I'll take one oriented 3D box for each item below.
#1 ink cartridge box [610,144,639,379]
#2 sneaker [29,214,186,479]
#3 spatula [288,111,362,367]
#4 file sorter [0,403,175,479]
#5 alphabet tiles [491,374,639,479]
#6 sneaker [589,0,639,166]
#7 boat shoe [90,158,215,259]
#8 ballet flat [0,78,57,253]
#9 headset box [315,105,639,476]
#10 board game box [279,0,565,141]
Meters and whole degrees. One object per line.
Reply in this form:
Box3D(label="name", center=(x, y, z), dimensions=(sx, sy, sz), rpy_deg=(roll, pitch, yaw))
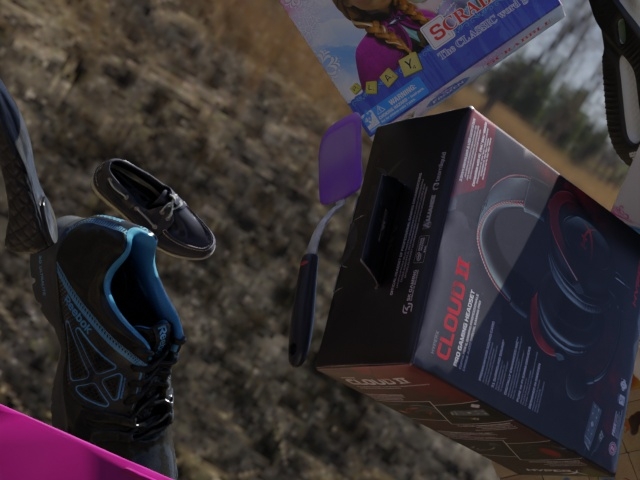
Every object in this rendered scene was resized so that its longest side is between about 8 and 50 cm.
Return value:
Box3D(label="ink cartridge box", center=(0.395, -0.032, 1.281), dimensions=(0.226, 0.306, 0.131), rpy_deg=(-14, 48, -34))
Box3D(label="sneaker", center=(-0.208, 0.140, 1.415), dimensions=(0.139, 0.341, 0.125), rpy_deg=(-4, 14, 41))
Box3D(label="spatula", center=(0.000, 0.000, 1.469), dimensions=(0.030, 0.297, 0.084), rpy_deg=(27, -28, -27))
Box3D(label="file sorter", center=(-0.224, 0.273, 0.816), dimensions=(0.202, 0.291, 0.182), rpy_deg=(19, -36, 19))
Box3D(label="alphabet tiles", center=(0.361, 0.268, 1.540), dimensions=(0.011, 0.342, 0.285), rpy_deg=(-25, 95, -56))
Box3D(label="sneaker", center=(0.482, -0.317, 1.690), dimensions=(0.257, 0.448, 0.169), rpy_deg=(-5, 1, -18))
Box3D(label="boat shoe", center=(-0.233, -0.045, 1.920), dimensions=(0.206, 0.075, 0.065), rpy_deg=(36, -31, -8))
Box3D(label="ballet flat", center=(-0.272, -0.066, 1.163), dimensions=(0.049, 0.173, 0.057), rpy_deg=(-12, 19, 4))
Box3D(label="headset box", center=(0.133, 0.045, 1.095), dimensions=(0.293, 0.218, 0.110), rpy_deg=(32, -27, -36))
Box3D(label="board game box", center=(0.120, -0.351, 1.881), dimensions=(0.318, 0.318, 0.066), rpy_deg=(57, 7, 15))
